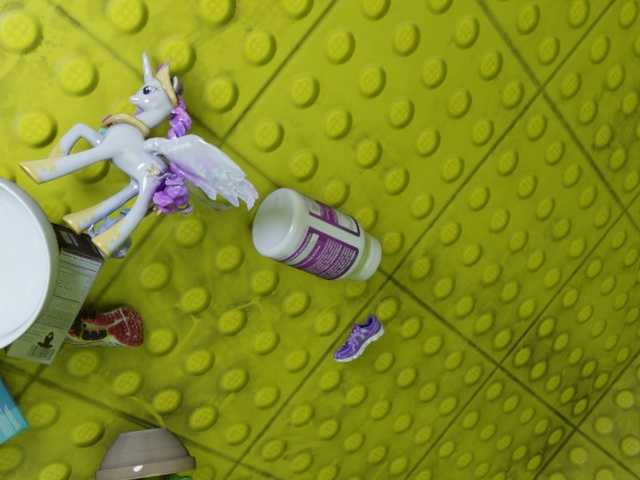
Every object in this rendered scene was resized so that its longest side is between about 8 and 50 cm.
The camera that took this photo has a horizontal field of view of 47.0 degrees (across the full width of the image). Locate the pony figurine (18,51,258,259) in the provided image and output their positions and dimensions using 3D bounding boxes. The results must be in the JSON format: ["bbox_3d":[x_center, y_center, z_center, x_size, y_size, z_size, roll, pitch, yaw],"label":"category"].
[{"bbox_3d":[-0.327,-0.139,1.416,0.363,0.303,0.351,-46,105,-21],"label":"pony figurine"}]

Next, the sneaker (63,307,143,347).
[{"bbox_3d":[-0.479,0.192,1.612,0.225,0.093,0.087,20,59,-53],"label":"sneaker"}]

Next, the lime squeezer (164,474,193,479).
[{"bbox_3d":[-0.351,0.660,1.934,0.058,0.110,0.310,-62,162,-11],"label":"lime squeezer"}]

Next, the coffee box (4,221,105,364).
[{"bbox_3d":[-0.547,0.104,1.484,0.098,0.141,0.246,23,99,-39],"label":"coffee box"}]

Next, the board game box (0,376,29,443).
[{"bbox_3d":[-0.793,0.366,1.462,0.336,0.079,0.253,-31,132,-26],"label":"board game box"}]

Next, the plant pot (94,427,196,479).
[{"bbox_3d":[-0.421,0.511,1.765,0.238,0.237,0.109,1,74,-33],"label":"plant pot"}]

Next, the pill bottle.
[{"bbox_3d":[0.000,0.000,1.754,0.302,0.169,0.169,23,101,-38],"label":"pill bottle"}]

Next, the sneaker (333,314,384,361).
[{"bbox_3d":[0.096,0.269,2.038,0.170,0.068,0.071,-40,114,-19],"label":"sneaker"}]

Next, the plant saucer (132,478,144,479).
[{"bbox_3d":[-0.475,0.666,1.853,0.188,0.045,0.188,-22,129,12],"label":"plant saucer"}]

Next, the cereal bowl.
[{"bbox_3d":[-0.636,0.031,1.345,0.339,0.141,0.338,0,99,-1],"label":"cereal bowl"}]
